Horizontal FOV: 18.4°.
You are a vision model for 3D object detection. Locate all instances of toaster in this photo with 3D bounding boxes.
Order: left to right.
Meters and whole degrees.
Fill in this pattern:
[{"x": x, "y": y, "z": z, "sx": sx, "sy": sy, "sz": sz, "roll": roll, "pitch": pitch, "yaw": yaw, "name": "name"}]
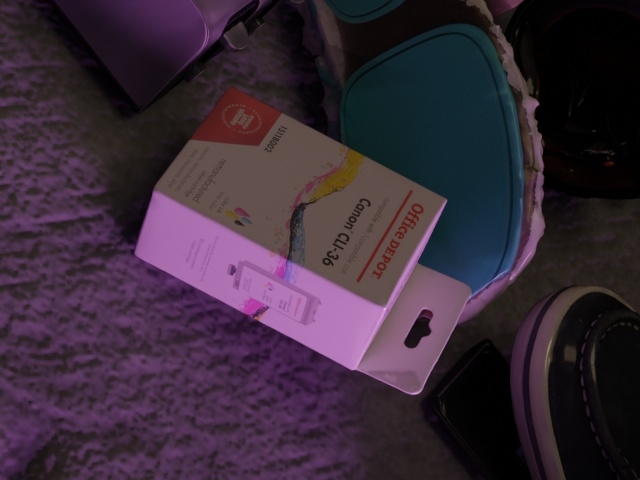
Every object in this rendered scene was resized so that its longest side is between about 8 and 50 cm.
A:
[{"x": -0.101, "y": -0.201, "z": 1.275, "sx": 0.185, "sy": 0.110, "sz": 0.168, "roll": 52, "pitch": 42, "yaw": -5, "name": "toaster"}]

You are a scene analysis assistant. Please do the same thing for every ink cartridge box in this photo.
[{"x": 0.000, "y": 0.000, "z": 1.228, "sx": 0.198, "sy": 0.067, "sz": 0.115, "roll": 28, "pitch": 46, "yaw": 4, "name": "ink cartridge box"}]

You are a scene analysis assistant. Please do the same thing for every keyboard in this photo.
[{"x": 0.151, "y": 0.153, "z": 1.365, "sx": 0.180, "sy": 0.023, "sz": 0.108, "roll": 53, "pitch": 49, "yaw": -6, "name": "keyboard"}]

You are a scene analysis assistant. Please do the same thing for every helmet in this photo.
[{"x": 0.207, "y": -0.125, "z": 1.464, "sx": 0.169, "sy": 0.169, "sz": 0.161, "roll": 22, "pitch": 74, "yaw": -32, "name": "helmet"}]

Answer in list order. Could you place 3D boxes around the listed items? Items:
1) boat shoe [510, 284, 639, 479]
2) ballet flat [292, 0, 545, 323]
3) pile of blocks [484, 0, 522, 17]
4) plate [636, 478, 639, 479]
[{"x": 0.310, "y": 0.227, "z": 1.346, "sx": 0.500, "sy": 0.156, "sz": 0.187, "roll": 54, "pitch": 47, "yaw": -10, "name": "boat shoe"}, {"x": 0.065, "y": -0.136, "z": 1.382, "sx": 0.147, "sy": 0.147, "sz": 0.409, "roll": -4, "pitch": 70, "yaw": -43, "name": "ballet flat"}, {"x": 0.145, "y": -0.256, "z": 1.494, "sx": 0.112, "sy": 0.149, "sz": 0.362, "roll": 52, "pitch": 17, "yaw": -5, "name": "pile of blocks"}, {"x": 0.230, "y": 0.284, "z": 1.231, "sx": 0.278, "sy": 0.277, "sz": 0.045, "roll": 62, "pitch": 3, "yaw": 5, "name": "plate"}]
